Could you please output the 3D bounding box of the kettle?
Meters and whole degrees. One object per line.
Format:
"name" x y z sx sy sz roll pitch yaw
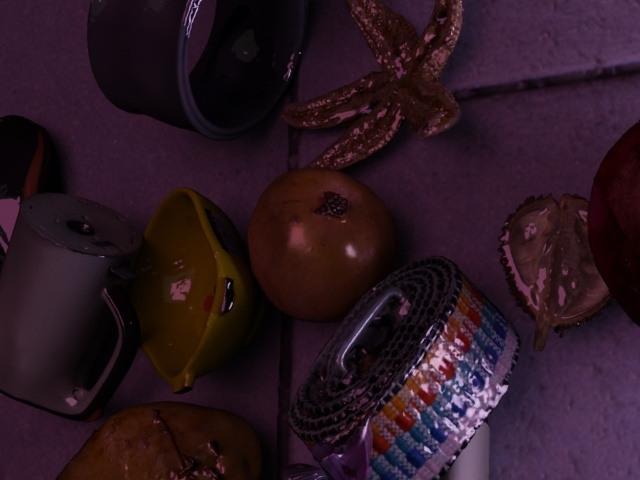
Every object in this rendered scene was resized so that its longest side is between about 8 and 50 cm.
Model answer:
"kettle" -0.332 0.098 1.938 0.240 0.165 0.255 34 112 28

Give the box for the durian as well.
"durian" 0.271 0.041 1.685 0.148 0.091 0.188 13 71 12

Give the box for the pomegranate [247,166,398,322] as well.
"pomegranate" -0.002 0.003 1.795 0.191 0.191 0.191 -9 71 27

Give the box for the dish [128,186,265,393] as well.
"dish" -0.142 0.065 1.870 0.221 0.108 0.262 -65 33 24

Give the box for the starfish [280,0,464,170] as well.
"starfish" 0.092 -0.203 1.858 0.375 0.094 0.327 -58 39 6

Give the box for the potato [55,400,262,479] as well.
"potato" -0.212 0.290 1.851 0.300 0.140 0.173 -15 64 30

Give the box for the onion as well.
"onion" 0.410 -0.019 1.533 0.276 0.276 0.276 -9 71 27

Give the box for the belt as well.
"belt" 0.079 0.154 1.655 0.295 0.160 0.207 -50 23 -20

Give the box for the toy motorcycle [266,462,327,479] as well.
"toy motorcycle" -0.047 0.352 1.779 0.215 0.080 0.122 -42 59 18

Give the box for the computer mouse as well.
"computer mouse" -0.457 -0.030 2.109 0.183 0.116 0.323 -19 67 29

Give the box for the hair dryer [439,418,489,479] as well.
"hair dryer" 0.157 0.327 1.630 0.128 0.203 0.362 -18 48 29

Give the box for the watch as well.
"watch" -0.130 -0.301 1.923 0.314 0.335 0.327 22 105 27
